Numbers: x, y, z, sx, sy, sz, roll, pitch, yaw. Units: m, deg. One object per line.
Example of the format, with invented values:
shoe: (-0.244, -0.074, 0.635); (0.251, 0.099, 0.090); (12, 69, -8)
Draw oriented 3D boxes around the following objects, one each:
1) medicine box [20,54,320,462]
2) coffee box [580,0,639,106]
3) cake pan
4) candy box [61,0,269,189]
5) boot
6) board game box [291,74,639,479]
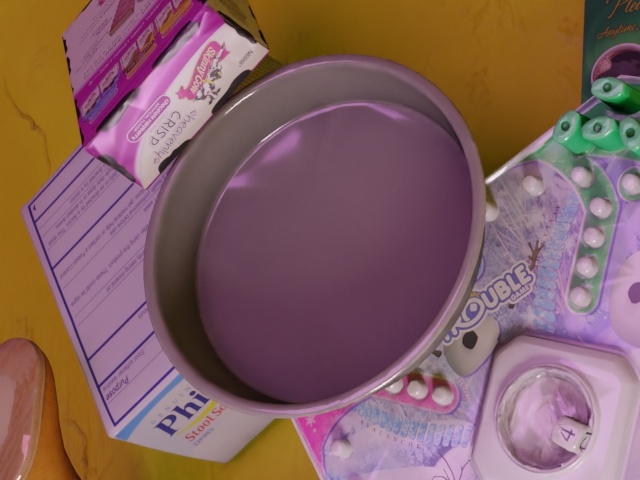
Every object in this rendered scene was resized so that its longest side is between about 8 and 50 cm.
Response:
medicine box: (-0.100, 0.002, 1.530); (0.263, 0.149, 0.289); (-44, 51, 21)
coffee box: (0.258, -0.119, 1.324); (0.113, 0.040, 0.184); (-10, 70, 39)
cake pan: (0.000, 0.000, 1.313); (0.293, 0.054, 0.293); (-11, 65, 25)
candy box: (-0.136, -0.166, 1.439); (0.159, 0.071, 0.233); (-47, 30, 16)
boot: (-0.220, 0.240, 1.512); (0.104, 0.211, 0.295); (4, 85, 41)
board game box: (0.165, 0.131, 1.256); (0.390, 0.050, 0.390); (-38, 62, 20)
